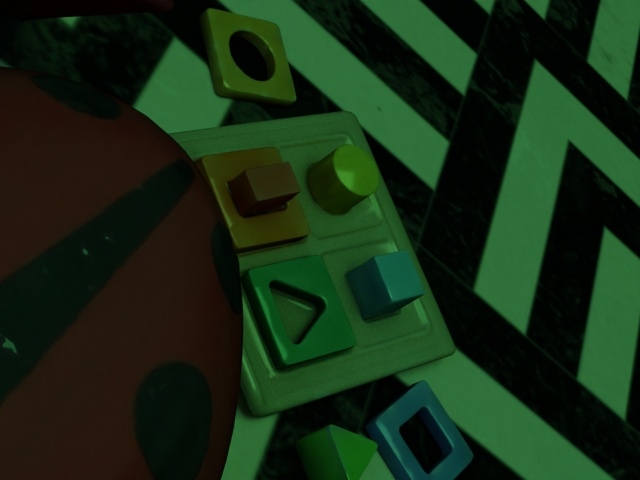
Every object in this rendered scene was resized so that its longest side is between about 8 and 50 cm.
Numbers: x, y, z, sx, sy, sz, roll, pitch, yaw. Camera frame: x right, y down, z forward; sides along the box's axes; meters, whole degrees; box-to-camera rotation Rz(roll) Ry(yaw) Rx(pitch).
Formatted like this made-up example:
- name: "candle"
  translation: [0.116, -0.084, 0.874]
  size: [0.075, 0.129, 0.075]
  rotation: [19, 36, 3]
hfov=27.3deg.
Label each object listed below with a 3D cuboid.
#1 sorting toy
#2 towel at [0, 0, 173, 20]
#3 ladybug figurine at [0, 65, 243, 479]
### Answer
- name: "sorting toy"
  translation: [0.000, 0.000, 0.820]
  size: [0.196, 0.047, 0.347]
  rotation: [-11, 74, -46]
- name: "towel"
  translation: [-0.216, -0.167, 0.618]
  size: [0.275, 0.199, 0.031]
  rotation: [21, 84, -35]
- name: "ladybug figurine"
  translation: [-0.170, 0.068, 0.530]
  size: [0.305, 0.162, 0.449]
  rotation: [47, 42, -11]
